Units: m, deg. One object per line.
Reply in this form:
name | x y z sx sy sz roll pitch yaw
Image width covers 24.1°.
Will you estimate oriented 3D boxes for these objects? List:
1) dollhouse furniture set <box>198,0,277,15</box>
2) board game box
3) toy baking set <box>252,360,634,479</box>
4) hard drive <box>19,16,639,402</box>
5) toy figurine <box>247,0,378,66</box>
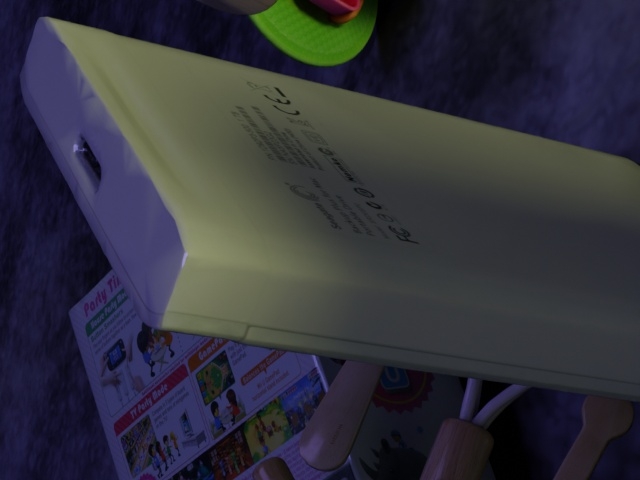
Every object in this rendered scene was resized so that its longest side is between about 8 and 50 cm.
dollhouse furniture set | 0.067 -0.347 0.758 0.394 0.256 0.362 121 173 -50
board game box | -0.017 0.124 0.821 0.224 0.097 0.303 -40 63 46
toy baking set | 0.072 0.110 0.674 0.197 0.030 0.256 -35 66 -3
hard drive | 0.049 -0.007 0.605 0.203 0.307 0.040 52 125 53
toy figurine | 0.044 -0.208 0.904 0.159 0.130 0.173 -18 57 44
